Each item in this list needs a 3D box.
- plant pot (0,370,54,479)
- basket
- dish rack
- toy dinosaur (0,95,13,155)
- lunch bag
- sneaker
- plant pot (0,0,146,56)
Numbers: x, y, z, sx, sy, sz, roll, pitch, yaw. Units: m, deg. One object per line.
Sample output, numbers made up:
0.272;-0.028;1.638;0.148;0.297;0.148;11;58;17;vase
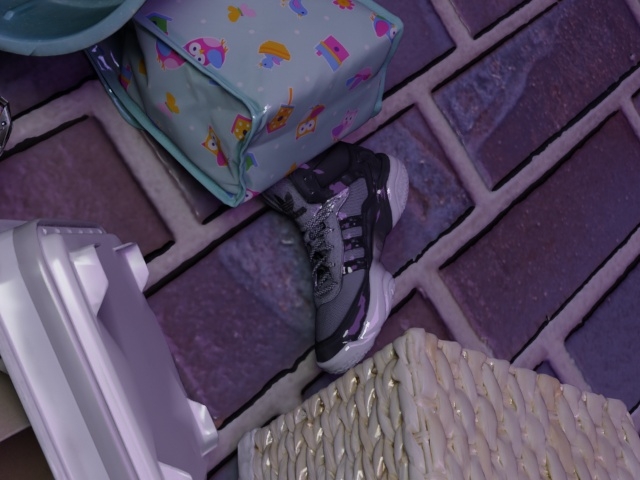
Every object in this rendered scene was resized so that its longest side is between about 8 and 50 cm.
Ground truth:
-0.341;0.168;0.640;0.191;0.284;0.284;40;56;10;plant pot
0.126;0.304;0.834;0.328;0.266;0.331;22;45;-29;basket
-0.152;0.103;0.727;0.072;0.333;0.286;-24;92;-4;dish rack
-0.330;-0.144;0.694;0.218;0.164;0.322;17;73;-16;toy dinosaur
-0.091;-0.193;0.936;0.262;0.160;0.223;39;54;19;lunch bag
0.000;0.000;0.991;0.153;0.101;0.269;28;59;-25;sneaker
-0.178;-0.369;0.808;0.341;0.341;0.334;57;34;-9;plant pot
